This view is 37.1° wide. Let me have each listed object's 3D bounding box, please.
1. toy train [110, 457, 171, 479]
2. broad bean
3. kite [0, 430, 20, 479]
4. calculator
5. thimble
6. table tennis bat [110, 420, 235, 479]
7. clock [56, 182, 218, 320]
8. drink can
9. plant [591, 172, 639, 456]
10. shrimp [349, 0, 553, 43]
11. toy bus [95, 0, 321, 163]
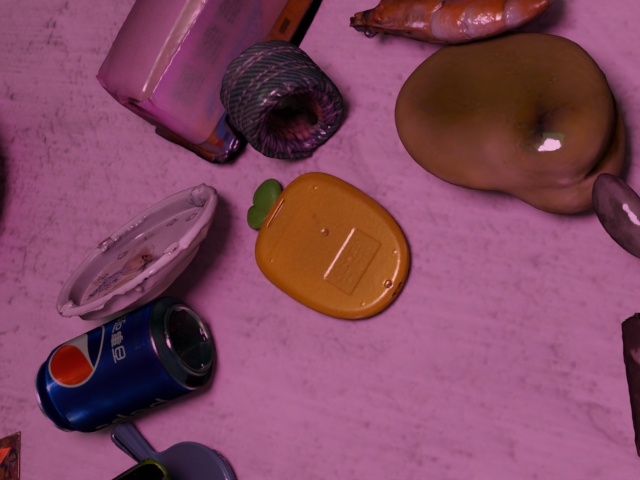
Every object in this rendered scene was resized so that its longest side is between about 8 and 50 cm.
[{"bbox_3d":[-0.230,0.295,1.095,0.209,0.042,0.044,-36,92,32],"label":"toy train"},{"bbox_3d":[0.188,-0.133,0.965,0.263,0.121,0.189,30,81,35],"label":"broad bean"},{"bbox_3d":[-0.429,0.305,1.259,0.222,0.008,0.125,32,92,34],"label":"kite"},{"bbox_3d":[0.000,0.000,1.085,0.235,0.032,0.146,31,92,32],"label":"calculator"},{"bbox_3d":[-0.044,-0.162,1.100,0.118,0.135,0.090,-44,57,17],"label":"thimble"},{"bbox_3d":[-0.176,0.276,1.105,0.201,0.033,0.124,33,96,32],"label":"table tennis bat"},{"bbox_3d":[-0.209,0.023,1.140,0.236,0.053,0.236,-29,23,14],"label":"clock"},{"bbox_3d":[-0.233,0.151,1.127,0.205,0.118,0.118,-26,63,22],"label":"drink can"},{"bbox_3d":[0.325,0.050,0.815,0.146,0.149,0.274,-8,73,12],"label":"plant"},{"bbox_3d":[0.145,-0.267,1.046,0.145,0.059,0.254,-37,30,-25],"label":"shrimp"},{"bbox_3d":[-0.113,-0.303,1.171,0.171,0.162,0.386,28,90,35],"label":"toy bus"}]
